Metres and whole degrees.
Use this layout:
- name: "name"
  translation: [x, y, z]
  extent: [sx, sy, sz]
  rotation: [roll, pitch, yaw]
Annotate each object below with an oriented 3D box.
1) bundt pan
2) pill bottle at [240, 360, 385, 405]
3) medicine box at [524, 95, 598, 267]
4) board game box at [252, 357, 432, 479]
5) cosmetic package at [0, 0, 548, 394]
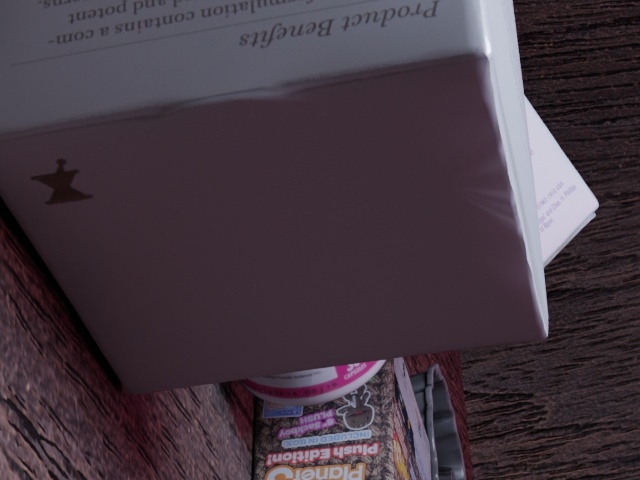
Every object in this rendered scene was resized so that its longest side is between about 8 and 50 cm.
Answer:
- name: "bundt pan"
  translation: [0.116, 0.330, 2.287]
  extent: [0.331, 0.124, 0.331]
  rotation: [-8, 90, -80]
- name: "pill bottle"
  translation: [-0.037, 0.000, 1.590]
  extent: [0.160, 0.160, 0.283]
  rotation: [-88, 164, -50]
- name: "medicine box"
  translation: [0.069, -0.081, 1.669]
  extent: [0.149, 0.263, 0.289]
  rotation: [-42, 103, -29]
- name: "board game box"
  translation: [0.028, 0.259, 1.780]
  extent: [0.291, 0.141, 0.232]
  rotation: [-89, 166, -46]
- name: "cosmetic package"
  translation: [-0.031, -0.152, 1.260]
  extent: [0.327, 0.329, 0.394]
  rotation: [69, 16, -54]
